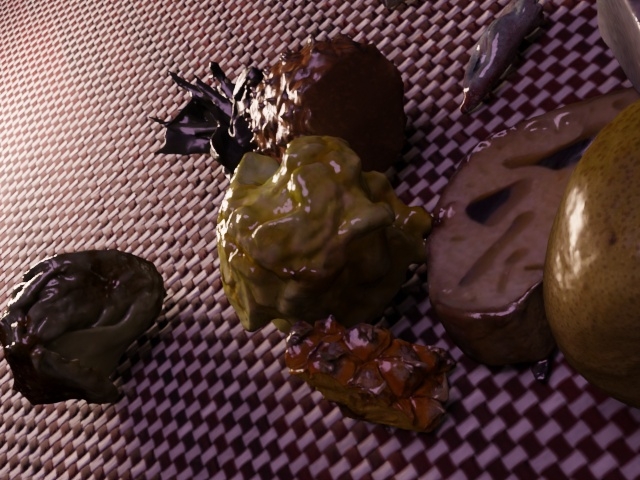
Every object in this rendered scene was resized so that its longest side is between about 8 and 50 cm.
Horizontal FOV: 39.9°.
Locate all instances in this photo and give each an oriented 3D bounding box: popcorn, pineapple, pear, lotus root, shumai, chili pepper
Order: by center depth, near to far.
[{"bbox_3d":[0.251,-0.003,0.540,0.228,0.188,0.211,-2,54,43],"label":"pear"},{"bbox_3d":[0.175,-0.023,0.716,0.170,0.074,0.260,12,64,48],"label":"lotus root"},{"bbox_3d":[0.035,0.107,0.720,0.116,0.137,0.069,117,177,-63],"label":"pineapple"},{"bbox_3d":[0.000,-0.001,0.769,0.187,0.185,0.167,-34,41,43],"label":"popcorn"},{"bbox_3d":[0.179,-0.195,0.882,0.153,0.041,0.050,-52,-2,-7],"label":"chili pepper"},{"bbox_3d":[-0.248,0.100,0.943,0.184,0.184,0.142,-26,67,23],"label":"shumai"},{"bbox_3d":[-0.063,-0.127,0.972,0.364,0.165,0.165,3,60,52],"label":"pineapple"}]

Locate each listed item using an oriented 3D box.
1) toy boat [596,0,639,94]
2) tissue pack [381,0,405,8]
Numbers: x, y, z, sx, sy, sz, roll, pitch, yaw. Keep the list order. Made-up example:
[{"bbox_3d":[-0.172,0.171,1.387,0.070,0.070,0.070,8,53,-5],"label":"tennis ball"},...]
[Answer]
[{"bbox_3d":[0.319,-0.180,0.598,0.293,0.111,0.276,-17,11,30],"label":"toy boat"},{"bbox_3d":[0.119,-0.358,1.054,0.109,0.060,0.148,-17,47,29],"label":"tissue pack"}]
